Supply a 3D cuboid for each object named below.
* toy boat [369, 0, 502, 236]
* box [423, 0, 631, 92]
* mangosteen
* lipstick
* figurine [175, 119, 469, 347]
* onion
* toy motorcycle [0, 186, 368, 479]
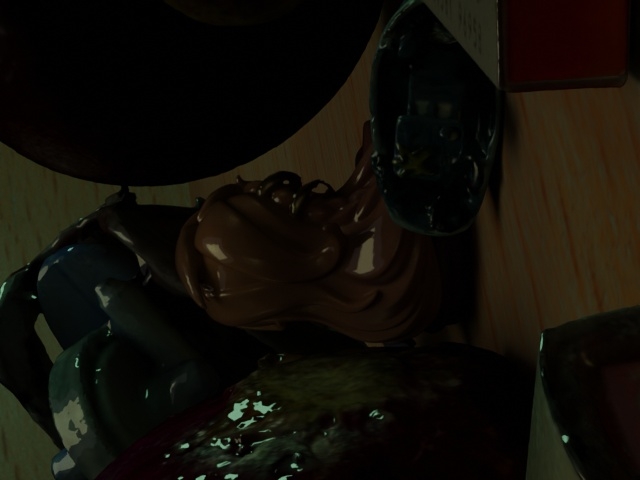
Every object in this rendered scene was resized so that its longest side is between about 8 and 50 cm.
[{"bbox_3d":[0.051,-0.058,0.823,0.061,0.060,0.137,-77,-8,-52],"label":"toy boat"},{"bbox_3d":[0.062,-0.145,0.702,0.229,0.050,0.123,-114,20,-67],"label":"box"},{"bbox_3d":[-0.093,-0.174,0.971,0.293,0.297,0.297,-118,22,-75],"label":"mangosteen"},{"bbox_3d":[0.101,0.134,0.571,0.077,0.079,0.253,-105,10,-47],"label":"lipstick"},{"bbox_3d":[0.007,0.000,0.945,0.114,0.157,0.126,6,99,61],"label":"figurine"},{"bbox_3d":[-0.010,0.200,0.834,0.336,0.260,0.282,-118,17,-69],"label":"onion"},{"bbox_3d":[-0.031,0.086,1.083,0.182,0.319,0.241,-11,55,42],"label":"toy motorcycle"}]
